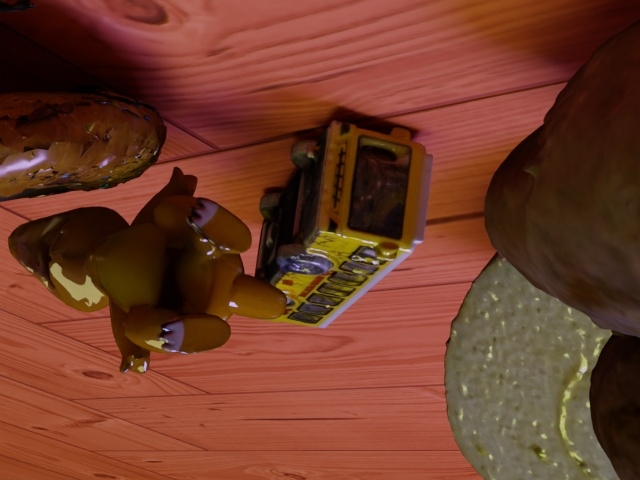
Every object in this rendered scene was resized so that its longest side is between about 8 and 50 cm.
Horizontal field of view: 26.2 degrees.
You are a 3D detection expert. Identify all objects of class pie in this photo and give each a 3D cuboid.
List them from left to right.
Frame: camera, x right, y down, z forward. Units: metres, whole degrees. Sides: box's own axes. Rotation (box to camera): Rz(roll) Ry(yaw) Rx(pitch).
[{"bbox_3d":[-0.209,-0.046,0.776,0.274,0.069,0.273,-5,-173,1],"label":"pie"}]

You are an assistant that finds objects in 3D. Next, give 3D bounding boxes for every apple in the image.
[{"bbox_3d":[0.233,0.068,0.807,0.254,0.179,0.346,13,152,-33],"label":"apple"}]

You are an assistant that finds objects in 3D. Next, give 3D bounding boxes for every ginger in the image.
[{"bbox_3d":[0.207,0.034,0.619,0.245,0.155,0.304,-9,124,35],"label":"ginger"}]

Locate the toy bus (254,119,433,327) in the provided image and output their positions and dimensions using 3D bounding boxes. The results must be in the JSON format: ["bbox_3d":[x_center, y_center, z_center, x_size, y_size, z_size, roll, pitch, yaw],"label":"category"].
[{"bbox_3d":[0.000,0.000,0.868,0.074,0.081,0.226,12,161,-10],"label":"toy bus"}]

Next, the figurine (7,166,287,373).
[{"bbox_3d":[-0.099,0.018,0.826,0.176,0.121,0.122,11,176,38],"label":"figurine"}]

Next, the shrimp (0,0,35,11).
[{"bbox_3d":[-0.223,-0.106,0.706,0.190,0.075,0.073,-11,117,19],"label":"shrimp"}]
